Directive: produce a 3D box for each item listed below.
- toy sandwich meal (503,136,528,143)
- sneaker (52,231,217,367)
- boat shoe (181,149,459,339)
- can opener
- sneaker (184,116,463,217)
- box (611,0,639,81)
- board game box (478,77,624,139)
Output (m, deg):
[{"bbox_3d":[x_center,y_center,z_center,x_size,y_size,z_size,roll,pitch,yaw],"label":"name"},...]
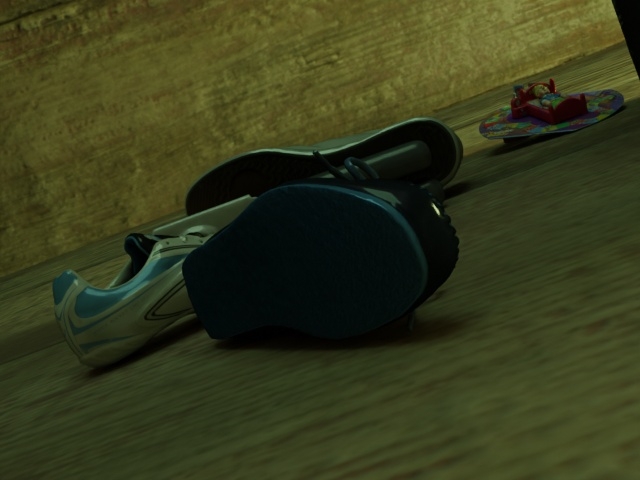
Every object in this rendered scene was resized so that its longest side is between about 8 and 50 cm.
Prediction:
[{"bbox_3d":[0.261,-0.145,1.252,0.086,0.029,0.085,-17,7,2],"label":"toy sandwich meal"},{"bbox_3d":[-0.100,0.021,0.806,0.237,0.086,0.085,-24,6,-36],"label":"sneaker"},{"bbox_3d":[0.000,0.000,0.601,0.089,0.109,0.258,-21,8,-31],"label":"boat shoe"},{"bbox_3d":[-0.026,-0.020,0.937,0.281,0.074,0.093,-20,6,2],"label":"can opener"},{"bbox_3d":[0.009,-0.052,1.048,0.290,0.105,0.123,-11,0,14],"label":"sneaker"},{"bbox_3d":[0.394,-0.390,0.918,0.298,0.471,0.480,-17,8,27],"label":"box"},{"bbox_3d":[0.264,-0.162,1.181,0.169,0.033,0.133,-3,25,33],"label":"board game box"}]
